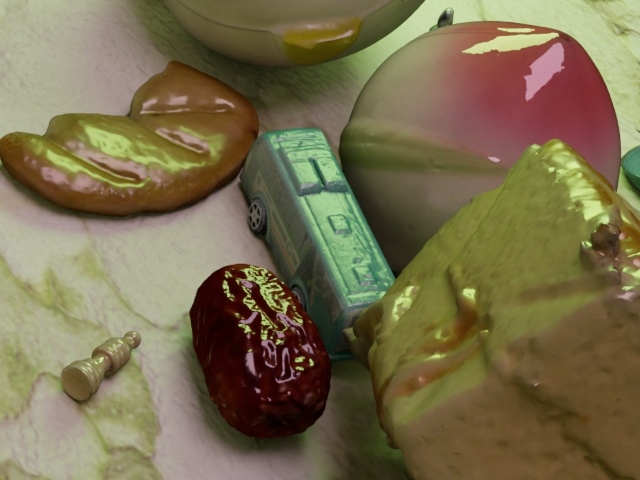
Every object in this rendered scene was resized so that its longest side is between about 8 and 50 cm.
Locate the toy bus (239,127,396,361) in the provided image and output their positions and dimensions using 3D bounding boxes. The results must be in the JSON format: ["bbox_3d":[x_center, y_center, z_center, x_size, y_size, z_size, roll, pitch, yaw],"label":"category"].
[{"bbox_3d":[0.000,0.000,1.598,0.091,0.109,0.261,-7,51,-26],"label":"toy bus"}]

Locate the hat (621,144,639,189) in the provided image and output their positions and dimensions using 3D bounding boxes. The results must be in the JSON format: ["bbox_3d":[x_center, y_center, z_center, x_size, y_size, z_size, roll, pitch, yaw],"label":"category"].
[{"bbox_3d":[0.460,-0.070,1.945,0.191,0.078,0.138,35,43,7],"label":"hat"}]

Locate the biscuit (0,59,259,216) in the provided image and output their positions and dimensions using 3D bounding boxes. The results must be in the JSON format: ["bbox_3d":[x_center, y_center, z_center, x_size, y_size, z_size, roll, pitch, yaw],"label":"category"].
[{"bbox_3d":[-0.176,-0.096,1.640,0.154,0.045,0.299,43,43,14],"label":"biscuit"}]

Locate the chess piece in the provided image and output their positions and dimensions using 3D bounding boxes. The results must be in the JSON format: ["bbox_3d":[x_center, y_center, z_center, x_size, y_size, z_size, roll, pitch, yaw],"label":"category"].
[{"bbox_3d":[-0.190,0.106,1.436,0.035,0.035,0.092,38,38,10],"label":"chess piece"}]

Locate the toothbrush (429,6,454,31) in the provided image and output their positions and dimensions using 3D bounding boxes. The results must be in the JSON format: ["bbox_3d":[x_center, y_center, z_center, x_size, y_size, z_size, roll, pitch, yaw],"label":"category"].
[{"bbox_3d":[0.137,-0.241,1.849,0.030,0.030,0.304,31,3,2],"label":"toothbrush"}]

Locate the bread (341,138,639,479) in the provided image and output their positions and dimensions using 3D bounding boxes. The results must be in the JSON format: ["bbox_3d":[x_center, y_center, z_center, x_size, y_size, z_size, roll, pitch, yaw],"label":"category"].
[{"bbox_3d":[0.237,0.146,1.337,0.371,0.279,0.390,42,9,-16],"label":"bread"}]

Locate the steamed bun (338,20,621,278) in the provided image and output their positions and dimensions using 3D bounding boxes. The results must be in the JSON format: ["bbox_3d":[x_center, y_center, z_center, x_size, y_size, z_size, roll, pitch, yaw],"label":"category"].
[{"bbox_3d":[0.181,-0.109,1.670,0.309,0.309,0.309,16,43,-15],"label":"steamed bun"}]

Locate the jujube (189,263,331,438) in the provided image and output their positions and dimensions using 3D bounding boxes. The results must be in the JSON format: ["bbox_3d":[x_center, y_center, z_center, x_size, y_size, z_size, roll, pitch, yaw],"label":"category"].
[{"bbox_3d":[-0.057,0.097,1.464,0.112,0.109,0.176,38,23,-47],"label":"jujube"}]

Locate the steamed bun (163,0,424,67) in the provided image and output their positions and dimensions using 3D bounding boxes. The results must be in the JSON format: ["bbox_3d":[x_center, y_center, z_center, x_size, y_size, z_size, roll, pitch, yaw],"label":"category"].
[{"bbox_3d":[-0.012,-0.358,1.780,0.374,0.334,0.334,-42,74,-17],"label":"steamed bun"}]
